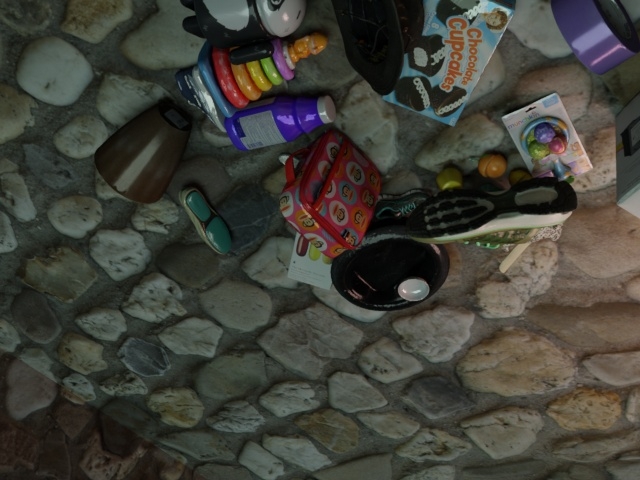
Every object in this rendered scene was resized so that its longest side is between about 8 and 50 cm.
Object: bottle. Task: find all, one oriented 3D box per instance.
[{"bbox_3d":[-0.101,-0.305,1.887,0.282,0.092,0.118,-9,130,26],"label":"bottle"}]

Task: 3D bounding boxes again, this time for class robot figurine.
[{"bbox_3d":[-0.169,-0.519,1.642,0.278,0.174,0.209,-5,130,21],"label":"robot figurine"}]

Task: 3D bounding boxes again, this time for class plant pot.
[{"bbox_3d":[-0.452,-0.253,2.004,0.215,0.215,0.230,37,119,-17],"label":"plant pot"}]

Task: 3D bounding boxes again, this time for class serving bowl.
[{"bbox_3d":[0.251,0.125,2.016,0.083,0.027,0.083,3,132,3],"label":"serving bowl"}]

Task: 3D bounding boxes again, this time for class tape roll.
[{"bbox_3d":[0.542,-0.428,1.472,0.189,0.189,0.080,40,132,-20],"label":"tape roll"}]

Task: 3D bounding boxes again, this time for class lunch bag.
[{"bbox_3d":[0.017,-0.131,1.875,0.120,0.293,0.258,-25,121,41],"label":"lunch bag"}]

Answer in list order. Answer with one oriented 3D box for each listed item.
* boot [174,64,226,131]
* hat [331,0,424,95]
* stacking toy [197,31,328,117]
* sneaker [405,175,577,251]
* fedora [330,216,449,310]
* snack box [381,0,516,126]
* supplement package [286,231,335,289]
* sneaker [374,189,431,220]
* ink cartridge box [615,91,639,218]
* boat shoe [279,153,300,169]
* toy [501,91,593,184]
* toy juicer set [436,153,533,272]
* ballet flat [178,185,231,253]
[{"bbox_3d":[-0.299,-0.362,1.929,0.086,0.069,0.190,-4,123,32],"label":"boot"},{"bbox_3d":[0.139,-0.484,1.576,0.134,0.331,0.331,-22,134,-14],"label":"hat"},{"bbox_3d":[-0.121,-0.423,1.762,0.301,0.175,0.166,-16,127,15],"label":"stacking toy"},{"bbox_3d":[0.417,-0.024,1.833,0.410,0.158,0.182,-7,135,11],"label":"sneaker"},{"bbox_3d":[0.191,0.045,2.072,0.334,0.152,0.334,3,132,3],"label":"fedora"},{"bbox_3d":[0.279,-0.421,1.664,0.187,0.060,0.322,21,136,-1],"label":"snack box"},{"bbox_3d":[0.000,0.000,2.118,0.139,0.134,0.244,16,136,3],"label":"supplement package"},{"bbox_3d":[0.219,-0.086,1.999,0.166,0.076,0.065,-9,130,27],"label":"sneaker"},{"bbox_3d":[0.751,-0.157,1.578,0.226,0.306,0.131,29,136,-9],"label":"ink cartridge box"},{"bbox_3d":[-0.068,-0.200,2.018,0.100,0.035,0.035,27,136,-8],"label":"boat shoe"},{"bbox_3d":[0.541,-0.218,1.764,0.137,0.056,0.237,-24,125,23],"label":"toy"},{"bbox_3d":[0.463,-0.093,1.915,0.209,0.089,0.329,-33,114,20],"label":"toy juicer set"},{"bbox_3d":[-0.349,-0.063,2.232,0.086,0.086,0.248,-8,128,26],"label":"ballet flat"}]
